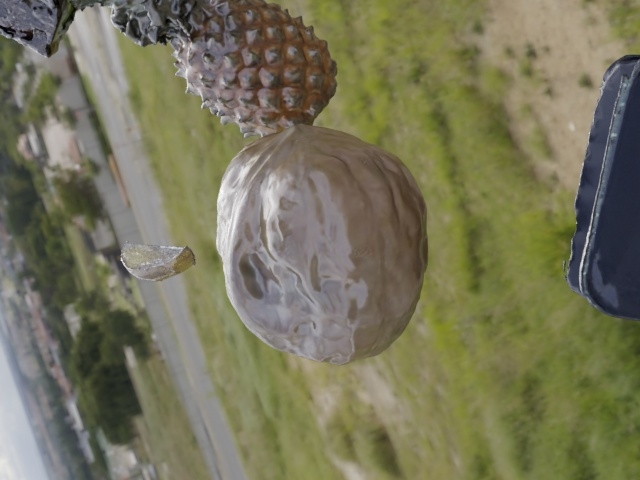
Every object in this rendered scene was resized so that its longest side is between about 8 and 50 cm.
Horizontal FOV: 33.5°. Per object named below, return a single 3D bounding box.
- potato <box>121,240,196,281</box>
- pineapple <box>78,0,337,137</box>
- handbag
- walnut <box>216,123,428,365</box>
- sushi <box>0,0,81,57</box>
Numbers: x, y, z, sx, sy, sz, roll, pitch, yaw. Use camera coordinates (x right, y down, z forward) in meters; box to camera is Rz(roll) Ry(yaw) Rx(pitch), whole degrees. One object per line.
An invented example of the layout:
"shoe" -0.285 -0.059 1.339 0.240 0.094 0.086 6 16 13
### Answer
"potato" -0.161 0.027 1.042 0.093 0.036 0.037 3 138 41
"pineapple" -0.146 -0.263 1.304 0.361 0.175 0.175 36 177 -25
"handbag" 0.465 -0.046 1.225 0.122 0.329 0.303 -103 22 -79
"walnut" 0.001 0.001 1.174 0.273 0.227 0.273 172 90 -82
"sushi" -0.317 -0.259 1.172 0.098 0.084 0.094 -68 4 -61
